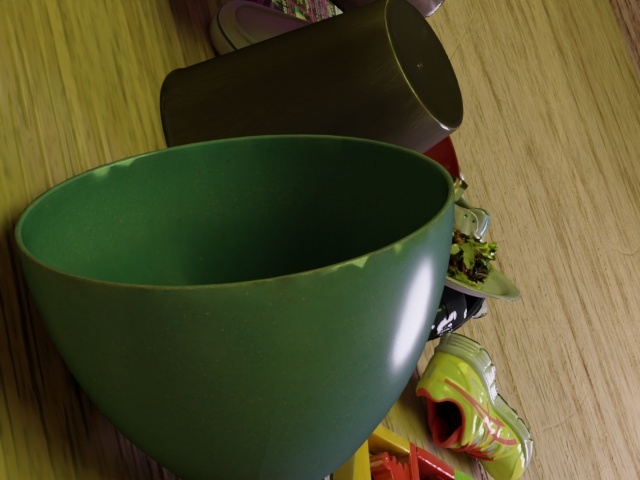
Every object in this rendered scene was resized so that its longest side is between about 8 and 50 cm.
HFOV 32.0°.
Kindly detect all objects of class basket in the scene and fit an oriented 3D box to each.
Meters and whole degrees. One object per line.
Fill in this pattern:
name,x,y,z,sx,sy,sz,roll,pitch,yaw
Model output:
basket,0.000,-0.109,1.001,0.154,0.227,0.204,-24,91,-62

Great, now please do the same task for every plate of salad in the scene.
plate of salad,0.137,0.008,1.237,0.200,0.048,0.200,26,14,-7

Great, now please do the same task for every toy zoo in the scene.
toy zoo,0.087,0.284,1.053,0.293,0.030,0.192,37,39,-43

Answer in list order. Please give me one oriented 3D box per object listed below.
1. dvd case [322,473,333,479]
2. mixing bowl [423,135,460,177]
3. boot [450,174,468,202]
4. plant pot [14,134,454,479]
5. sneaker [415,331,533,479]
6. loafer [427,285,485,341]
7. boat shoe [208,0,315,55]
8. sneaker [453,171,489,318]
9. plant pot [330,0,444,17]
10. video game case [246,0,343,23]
dvd case,-0.034,0.243,0.807,0.221,0.018,0.164,-47,142,-60
mixing bowl,0.069,-0.103,1.252,0.181,0.098,0.181,40,37,-40
boot,0.042,-0.070,1.109,0.137,0.198,0.077,51,59,-18
plant pot,-0.048,0.060,0.778,0.290,0.290,0.195,-49,137,-60
sneaker,0.158,0.200,1.210,0.094,0.081,0.208,-48,122,-30
loafer,0.120,0.070,1.225,0.223,0.078,0.076,-11,78,-62
boat shoe,0.014,-0.182,1.116,0.258,0.084,0.095,25,56,-4
sneaker,0.176,0.002,1.375,0.071,0.083,0.190,-11,79,-63
plant pot,0.041,-0.289,1.042,0.165,0.167,0.167,38,38,-44
video game case,-0.014,-0.283,1.308,0.210,0.042,0.232,26,47,-49
